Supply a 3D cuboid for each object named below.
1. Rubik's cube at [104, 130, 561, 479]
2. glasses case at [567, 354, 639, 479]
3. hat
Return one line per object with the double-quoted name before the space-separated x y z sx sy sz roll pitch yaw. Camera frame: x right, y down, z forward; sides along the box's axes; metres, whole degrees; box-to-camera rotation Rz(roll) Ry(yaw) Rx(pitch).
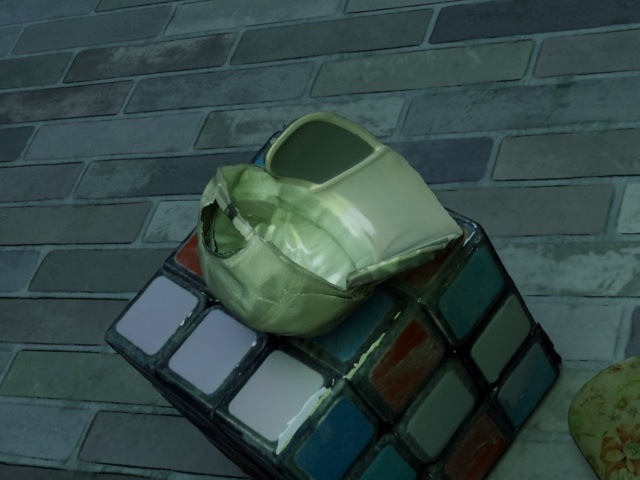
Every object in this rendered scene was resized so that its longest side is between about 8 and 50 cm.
"Rubik's cube" 0.023 0.138 1.510 0.362 0.363 0.359 31 76 40
"glasses case" 0.411 0.289 1.328 0.156 0.098 0.425 -34 43 5
"hat" 0.008 -0.005 1.298 0.275 0.161 0.232 -20 56 -20
